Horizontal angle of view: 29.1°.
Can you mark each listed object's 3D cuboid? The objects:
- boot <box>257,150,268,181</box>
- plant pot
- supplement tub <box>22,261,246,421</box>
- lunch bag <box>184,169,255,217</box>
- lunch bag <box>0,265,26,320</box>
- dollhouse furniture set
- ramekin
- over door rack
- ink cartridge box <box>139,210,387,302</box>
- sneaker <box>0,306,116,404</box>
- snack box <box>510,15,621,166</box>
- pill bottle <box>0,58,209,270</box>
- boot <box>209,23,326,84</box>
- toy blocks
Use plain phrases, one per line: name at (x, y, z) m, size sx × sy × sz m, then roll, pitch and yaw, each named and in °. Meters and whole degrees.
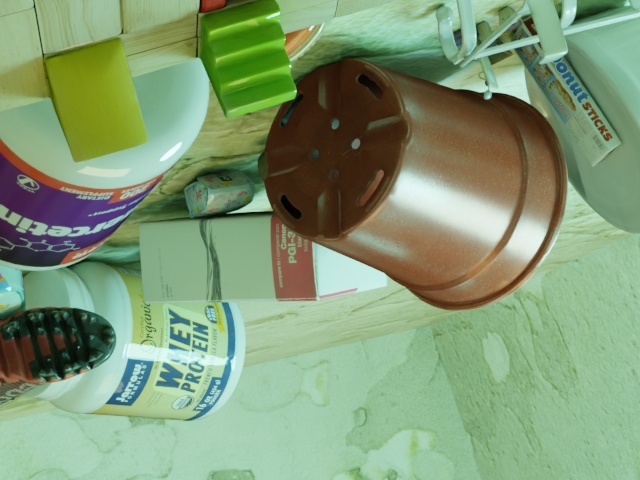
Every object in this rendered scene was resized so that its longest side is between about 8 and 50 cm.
boot at (0.069, -0.108, 1.609) m, size 0.305 × 0.112 × 0.115 m, roll -3°, pitch 151°, yaw -45°
plant pot at (0.096, -0.073, 1.400) m, size 0.272 × 0.272 × 0.265 m, roll -26°, pitch 153°, yaw 34°
supplement tub at (-0.297, 0.155, 1.882) m, size 0.316 × 0.228 × 0.228 m, roll 11°, pitch 152°, yaw -41°
lunch bag at (-0.132, -0.063, 1.626) m, size 0.071 × 0.053 × 0.083 m, roll -10°, pitch 177°, yaw -26°
lunch bag at (-0.496, 0.074, 1.581) m, size 0.224 × 0.108 × 0.279 m, roll -13°, pitch 168°, yaw -16°
dollhouse furniture set at (0.210, -0.202, 1.403) m, size 0.091 × 0.081 × 0.114 m, roll -24°, pitch 167°, yaw 28°
ramekin at (0.367, -0.153, 1.462) m, size 0.127 × 0.273 × 0.273 m, roll -29°, pitch 171°, yaw -10°
over door rack at (0.257, -0.240, 1.155) m, size 0.239 × 0.108 × 0.324 m, roll -16°, pitch -171°, yaw -7°
ink cartridge box at (-0.079, 0.019, 1.694) m, size 0.283 × 0.117 × 0.207 m, roll -2°, pitch -177°, yaw 29°
sneaker at (-0.391, 0.152, 1.577) m, size 0.276 × 0.097 × 0.135 m, roll -14°, pitch 168°, yaw -1°
snack box at (0.278, -0.171, 1.412) m, size 0.022 × 0.178 × 0.064 m, roll -30°, pitch 171°, yaw -10°
pill bottle at (-0.226, -0.084, 1.043) m, size 0.181 × 0.181 × 0.323 m, roll -12°, pitch 167°, yaw -29°
boot at (-0.072, -0.187, 1.111) m, size 0.158 × 0.059 × 0.084 m, roll -20°, pitch 164°, yaw 14°
toy blocks at (-0.082, -0.210, 0.683) m, size 0.381 × 0.190 × 0.261 m, roll -18°, pitch 158°, yaw -15°
